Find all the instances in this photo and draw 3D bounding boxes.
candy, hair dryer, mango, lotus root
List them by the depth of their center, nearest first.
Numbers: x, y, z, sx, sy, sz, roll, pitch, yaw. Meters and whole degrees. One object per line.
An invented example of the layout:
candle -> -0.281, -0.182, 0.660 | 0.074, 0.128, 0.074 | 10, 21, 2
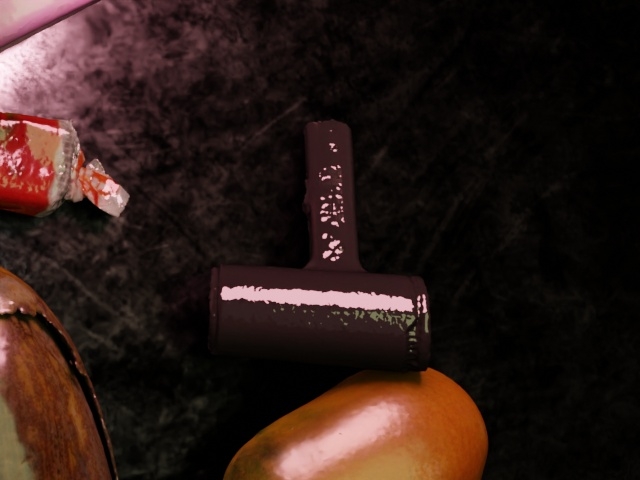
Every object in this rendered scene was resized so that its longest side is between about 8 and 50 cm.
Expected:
lotus root -> -0.264, 0.183, 1.377 | 0.196, 0.179, 0.397 | -22, 100, -48
candy -> -0.289, -0.072, 1.456 | 0.292, 0.059, 0.086 | 10, 80, -29
mango -> 0.039, 0.218, 1.574 | 0.254, 0.139, 0.175 | -29, 84, -22
hair dryer -> 0.000, 0.000, 1.595 | 0.197, 0.089, 0.251 | 3, 59, -3

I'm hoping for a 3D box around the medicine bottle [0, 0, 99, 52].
medicine bottle -> -0.313, -0.304, 1.383 | 0.212, 0.212, 0.325 | -31, 100, -30
